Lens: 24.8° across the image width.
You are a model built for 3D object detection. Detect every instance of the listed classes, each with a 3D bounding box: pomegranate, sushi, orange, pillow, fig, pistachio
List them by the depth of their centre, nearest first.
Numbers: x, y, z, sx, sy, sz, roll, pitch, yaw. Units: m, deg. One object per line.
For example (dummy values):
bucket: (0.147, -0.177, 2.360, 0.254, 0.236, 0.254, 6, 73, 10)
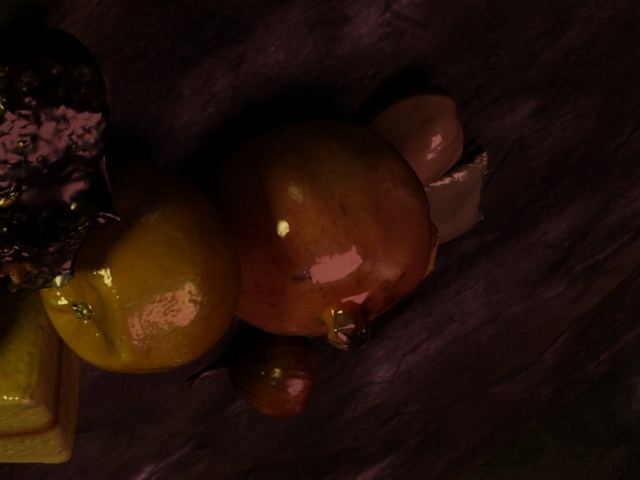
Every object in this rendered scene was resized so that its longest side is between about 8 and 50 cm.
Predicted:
sushi: (-0.349, -0.070, 1.615, 0.207, 0.234, 0.348, -13, 139, -38)
orange: (-0.234, 0.039, 1.856, 0.235, 0.279, 0.279, -31, 153, -34)
pomegranate: (0.000, 0.000, 2.013, 0.338, 0.338, 0.338, -28, 151, -17)
pistachio: (0.128, -0.141, 2.161, 0.152, 0.126, 0.223, 20, 131, -19)
pillow: (0.214, -0.062, 2.454, 0.148, 0.050, 0.229, -22, 149, -9)
fig: (-0.087, 0.220, 2.463, 0.149, 0.202, 0.148, 38, 66, -51)

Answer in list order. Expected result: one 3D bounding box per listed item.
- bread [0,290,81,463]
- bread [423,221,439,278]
bread: (-0.522, 0.177, 1.977, 0.362, 0.245, 0.233, -4, 151, 3)
bread: (0.100, 0.015, 2.350, 0.190, 0.132, 0.114, -27, 149, -22)
